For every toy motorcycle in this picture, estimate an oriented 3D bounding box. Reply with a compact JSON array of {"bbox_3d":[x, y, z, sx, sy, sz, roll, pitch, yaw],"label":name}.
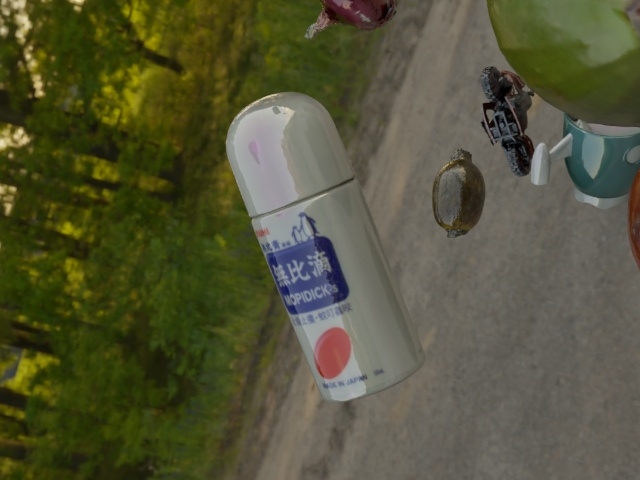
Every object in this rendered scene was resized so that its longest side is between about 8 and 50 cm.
[{"bbox_3d":[0.355,-0.227,1.622,0.084,0.212,0.118,-13,15,36],"label":"toy motorcycle"}]

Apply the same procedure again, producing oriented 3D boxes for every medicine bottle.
[{"bbox_3d":[0.000,0.000,0.978,0.340,0.130,0.130,69,163,-5],"label":"medicine bottle"}]

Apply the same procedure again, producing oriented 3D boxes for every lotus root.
[{"bbox_3d":[0.316,-0.109,2.002,0.120,0.120,0.209,168,107,-72],"label":"lotus root"}]

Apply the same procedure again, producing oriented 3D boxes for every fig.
[{"bbox_3d":[0.305,-0.245,0.834,0.316,0.316,0.316,-165,90,-74],"label":"fig"}]

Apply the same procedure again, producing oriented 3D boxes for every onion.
[{"bbox_3d":[0.021,-0.325,1.177,0.140,0.150,0.150,-36,34,24],"label":"onion"}]

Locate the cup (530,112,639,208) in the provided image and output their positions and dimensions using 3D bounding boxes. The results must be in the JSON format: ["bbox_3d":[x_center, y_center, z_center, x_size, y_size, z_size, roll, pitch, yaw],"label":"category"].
[{"bbox_3d":[0.513,-0.157,1.574,0.167,0.300,0.173,-120,17,-50],"label":"cup"}]

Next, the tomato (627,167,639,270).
[{"bbox_3d":[0.506,-0.025,1.088,0.265,0.265,0.264,-165,90,-74],"label":"tomato"}]
